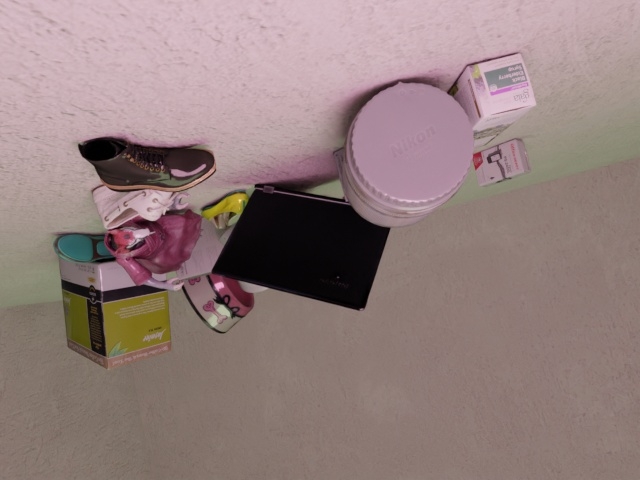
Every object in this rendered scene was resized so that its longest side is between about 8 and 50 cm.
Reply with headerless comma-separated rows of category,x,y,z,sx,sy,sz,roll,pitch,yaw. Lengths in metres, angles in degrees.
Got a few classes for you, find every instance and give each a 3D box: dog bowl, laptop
dog bowl,-0.419,0.164,1.915,0.150,0.408,0.408,-27,173,5
laptop,0.000,0.000,1.224,0.381,0.237,0.408,12,-176,18

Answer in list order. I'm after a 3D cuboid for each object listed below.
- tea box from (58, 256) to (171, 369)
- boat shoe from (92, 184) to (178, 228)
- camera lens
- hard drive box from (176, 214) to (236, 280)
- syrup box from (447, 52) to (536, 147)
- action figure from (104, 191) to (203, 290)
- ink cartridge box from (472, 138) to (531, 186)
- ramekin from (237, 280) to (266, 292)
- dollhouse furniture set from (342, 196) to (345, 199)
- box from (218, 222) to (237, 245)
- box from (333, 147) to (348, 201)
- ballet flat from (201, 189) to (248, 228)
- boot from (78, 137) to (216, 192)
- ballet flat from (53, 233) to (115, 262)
tea box,-0.676,0.206,1.527,0.328,0.324,0.219,5,-172,42
boat shoe,-0.335,-0.087,0.927,0.276,0.096,0.098,-16,174,27
camera lens,0.151,-0.144,0.874,0.219,0.220,0.274,-13,175,0
hard drive box,-0.359,0.016,1.507,0.231,0.181,0.089,-14,175,18
syrup box,0.294,-0.243,0.869,0.093,0.097,0.237,-15,174,-2
action figure,-0.449,-0.017,1.189,0.275,0.248,0.370,13,180,9
ink cartridge box,0.575,-0.246,1.485,0.150,0.110,0.063,-18,169,43
ramekin,-0.243,0.059,1.850,0.277,0.135,0.277,-23,-144,18
dollhouse furniture set,0.185,-0.114,1.777,0.183,0.130,0.129,-12,175,0
box,-0.199,-0.023,1.399,0.170,0.130,0.091,-48,-171,-22
box,0.110,-0.160,1.115,0.072,0.126,0.137,-19,172,39
ballet flat,-0.273,-0.075,1.319,0.077,0.078,0.230,-7,172,-40
boot,-0.278,-0.131,0.769,0.197,0.077,0.137,-14,170,-9
ballet flat,-0.678,0.025,1.347,0.087,0.083,0.247,-6,177,23
